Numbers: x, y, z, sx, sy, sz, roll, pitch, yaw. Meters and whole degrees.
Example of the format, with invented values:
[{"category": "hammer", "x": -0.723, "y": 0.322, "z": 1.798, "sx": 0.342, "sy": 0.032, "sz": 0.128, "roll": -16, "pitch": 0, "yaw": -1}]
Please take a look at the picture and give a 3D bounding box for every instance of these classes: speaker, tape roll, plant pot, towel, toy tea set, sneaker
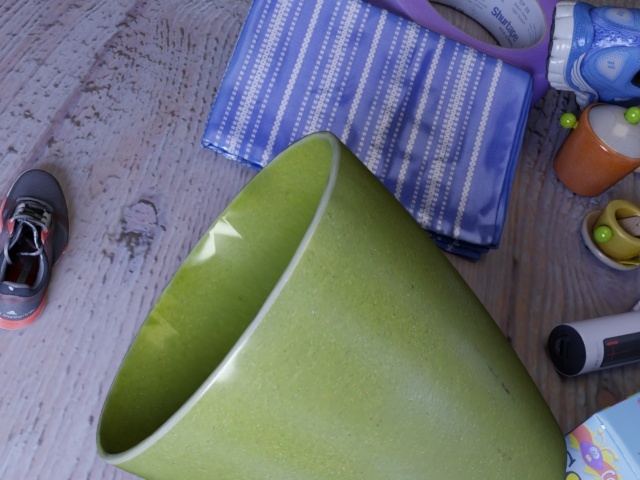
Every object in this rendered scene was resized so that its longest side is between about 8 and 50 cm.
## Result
[{"category": "speaker", "x": 0.303, "y": 0.105, "z": 0.907, "sx": 0.136, "sy": 0.055, "sz": 0.055, "roll": -5, "pitch": 57, "yaw": -29}, {"category": "tape roll", "x": 0.188, "y": -0.282, "z": 1.129, "sx": 0.275, "sy": 0.090, "sz": 0.274, "roll": 13, "pitch": 51, "yaw": -17}, {"category": "plant pot", "x": 0.035, "y": 0.115, "z": 0.653, "sx": 0.294, "sy": 0.275, "sz": 0.274, "roll": 37, "pitch": 46, "yaw": -17}, {"category": "towel", "x": 0.064, "y": -0.143, "z": 0.938, "sx": 0.336, "sy": 0.040, "sz": 0.243, "roll": 21, "pitch": 70, "yaw": -10}, {"category": "toy tea set", "x": 0.444, "y": -0.084, "z": 1.075, "sx": 0.336, "sy": 0.124, "sz": 0.200, "roll": -7, "pitch": 58, "yaw": -30}, {"category": "sneaker", "x": -0.236, "y": -0.005, "z": 0.720, "sx": 0.061, "sy": 0.065, "sz": 0.157, "roll": 10, "pitch": 51, "yaw": -20}, {"category": "sneaker", "x": 0.391, "y": -0.214, "z": 1.077, "sx": 0.147, "sy": 0.129, "sz": 0.330, "roll": 11, "pitch": 9, "yaw": 30}]

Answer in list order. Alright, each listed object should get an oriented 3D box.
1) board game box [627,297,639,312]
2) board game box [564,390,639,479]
[{"category": "board game box", "x": 0.400, "y": 0.092, "z": 0.987, "sx": 0.090, "sy": 0.020, "sz": 0.090, "roll": 47, "pitch": 49, "yaw": 11}, {"category": "board game box", "x": 0.333, "y": 0.203, "z": 0.785, "sx": 0.275, "sy": 0.142, "sz": 0.144, "roll": -13, "pitch": 62, "yaw": -34}]
